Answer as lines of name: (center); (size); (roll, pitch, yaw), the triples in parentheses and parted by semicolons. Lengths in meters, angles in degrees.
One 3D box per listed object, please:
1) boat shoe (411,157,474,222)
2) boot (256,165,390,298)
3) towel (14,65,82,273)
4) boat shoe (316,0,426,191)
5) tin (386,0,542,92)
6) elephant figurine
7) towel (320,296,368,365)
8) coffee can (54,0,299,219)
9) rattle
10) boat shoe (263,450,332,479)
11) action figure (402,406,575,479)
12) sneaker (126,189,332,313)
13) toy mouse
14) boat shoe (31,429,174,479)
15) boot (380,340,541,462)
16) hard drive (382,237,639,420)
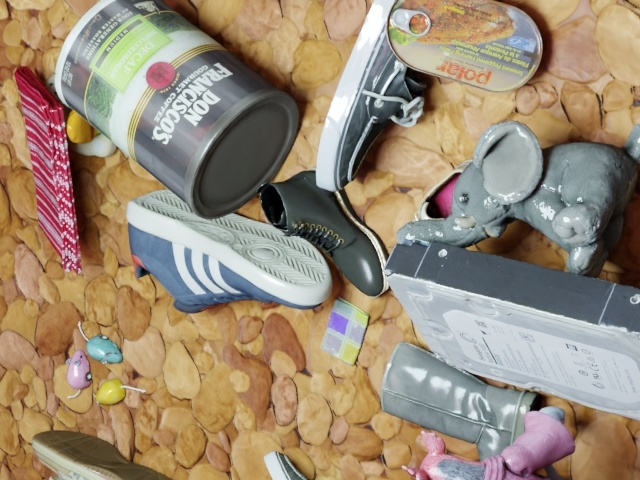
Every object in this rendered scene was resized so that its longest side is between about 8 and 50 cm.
boat shoe: (0.148, -0.035, 1.712); (0.063, 0.059, 0.170); (44, 120, 19)
boot: (0.000, 0.000, 1.773); (0.077, 0.137, 0.198); (-43, 75, 33)
towel: (-0.408, -0.107, 2.012); (0.199, 0.031, 0.274); (-136, 39, -55)
boat shoe: (0.087, -0.192, 1.697); (0.105, 0.113, 0.306); (24, 100, 11)
tin: (0.170, -0.240, 1.616); (0.190, 0.040, 0.106); (17, 91, -2)
elephant figurine: (0.233, -0.060, 1.582); (0.239, 0.186, 0.169); (23, 138, 24)
towel: (0.033, 0.126, 1.852); (0.060, 0.009, 0.083); (31, 115, 27)
coffee can: (-0.195, -0.187, 1.831); (0.275, 0.201, 0.201); (38, 118, 23)
rattle: (-0.398, -0.196, 2.011); (0.200, 0.143, 0.130); (34, 131, 19)
boat shoe: (0.004, 0.374, 1.890); (0.070, 0.078, 0.219); (-39, 70, -2)
action figure: (0.254, 0.339, 1.547); (0.370, 0.276, 0.248); (26, 99, -15)
sneaker: (-0.130, 0.049, 1.889); (0.350, 0.131, 0.148); (25, 119, 35)
toy mouse: (-0.362, 0.196, 2.124); (0.161, 0.031, 0.143); (-24, 85, 35)
boat shoe: (-0.340, 0.380, 2.100); (0.285, 0.105, 0.089); (23, 109, 28)
boot: (0.170, 0.245, 1.743); (0.209, 0.076, 0.189); (14, 92, 25)
hard drive: (0.259, 0.109, 1.570); (0.339, 0.237, 0.064); (15, 65, 31)
